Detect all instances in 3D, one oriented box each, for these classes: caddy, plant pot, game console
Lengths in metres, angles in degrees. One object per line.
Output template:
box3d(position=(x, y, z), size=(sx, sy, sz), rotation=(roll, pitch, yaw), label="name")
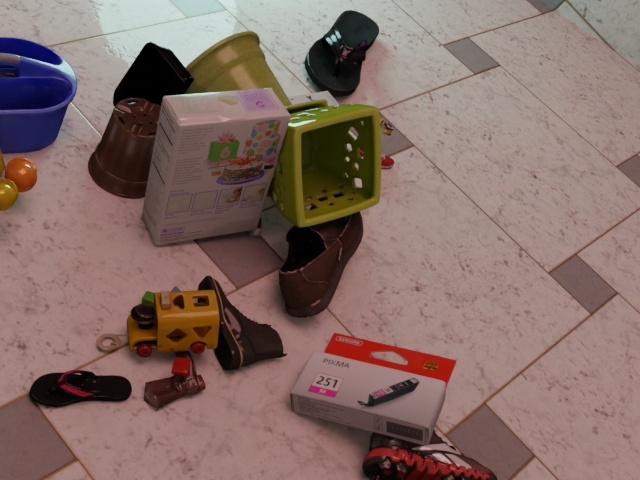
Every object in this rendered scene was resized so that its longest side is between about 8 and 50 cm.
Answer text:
box3d(position=(-0.686, -0.320, 1.908), size=(0.341, 0.179, 0.241), rotation=(-8, 53, -34), label="caddy")
box3d(position=(-0.402, -0.206, 1.962), size=(0.167, 0.165, 0.167), rotation=(15, 44, -15), label="plant pot")
box3d(position=(-0.020, -0.182, 1.972), size=(0.228, 0.227, 0.207), rotation=(-18, 29, -33), label="plant pot")
box3d(position=(-0.312, -0.253, 2.036), size=(0.361, 0.213, 0.044), rotation=(51, 39, 6), label="game console")
box3d(position=(-0.179, -0.303, 2.135), size=(0.254, 0.276, 0.276), rotation=(51, 45, 6), label="plant pot")

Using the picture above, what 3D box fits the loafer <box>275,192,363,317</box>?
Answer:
box3d(position=(0.000, 0.000, 1.972), size=(0.134, 0.130, 0.366), rotation=(-8, 38, 22), label="loafer")

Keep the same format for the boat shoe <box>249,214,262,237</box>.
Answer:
box3d(position=(-0.145, -0.053, 2.049), size=(0.035, 0.035, 0.100), rotation=(13, 45, -18), label="boat shoe")

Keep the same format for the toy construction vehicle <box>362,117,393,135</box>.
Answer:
box3d(position=(0.140, -0.295, 2.404), size=(0.035, 0.086, 0.098), rotation=(-22, 63, -34), label="toy construction vehicle")

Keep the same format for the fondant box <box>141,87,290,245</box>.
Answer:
box3d(position=(-0.220, -0.148, 1.866), size=(0.238, 0.330, 0.096), rotation=(-10, 52, -29), label="fondant box")

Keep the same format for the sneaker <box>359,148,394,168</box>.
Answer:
box3d(position=(0.146, -0.228, 2.355), size=(0.118, 0.067, 0.042), rotation=(13, 45, -18), label="sneaker")

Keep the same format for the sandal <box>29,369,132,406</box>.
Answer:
box3d(position=(-0.418, 0.253, 1.599), size=(0.179, 0.040, 0.067), rotation=(2, 49, -27), label="sandal")

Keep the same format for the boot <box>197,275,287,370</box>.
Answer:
box3d(position=(-0.158, 0.161, 1.818), size=(0.137, 0.077, 0.198), rotation=(-4, 64, -37), label="boot")

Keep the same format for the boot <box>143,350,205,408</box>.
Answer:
box3d(position=(-0.283, 0.251, 1.682), size=(0.114, 0.037, 0.106), rotation=(-16, 56, -33), label="boot")

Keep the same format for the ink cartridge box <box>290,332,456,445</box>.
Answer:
box3d(position=(0.111, 0.266, 1.783), size=(0.275, 0.060, 0.239), rotation=(11, 40, 18), label="ink cartridge box")

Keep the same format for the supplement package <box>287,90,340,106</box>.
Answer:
box3d(position=(-0.038, -0.296, 2.292), size=(0.179, 0.105, 0.105), rotation=(-17, 59, -39), label="supplement package")

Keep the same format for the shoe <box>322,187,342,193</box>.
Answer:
box3d(position=(0.050, -0.060, 2.154), size=(0.076, 0.058, 0.219), rotation=(-22, 46, 11), label="shoe")

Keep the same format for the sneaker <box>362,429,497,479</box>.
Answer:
box3d(position=(0.214, 0.414, 1.744), size=(0.276, 0.097, 0.135), rotation=(16, 46, -12), label="sneaker")

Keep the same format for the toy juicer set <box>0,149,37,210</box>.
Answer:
box3d(position=(-0.683, -0.081, 1.724), size=(0.209, 0.089, 0.329), rotation=(22, 35, 22), label="toy juicer set")

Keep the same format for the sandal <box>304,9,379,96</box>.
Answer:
box3d(position=(0.070, -0.566, 2.612), size=(0.167, 0.107, 0.446), rotation=(25, 42, -4), label="sandal")

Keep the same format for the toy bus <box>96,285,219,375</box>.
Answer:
box3d(position=(-0.284, 0.145, 1.696), size=(0.191, 0.104, 0.202), rotation=(26, 40, 19), label="toy bus")
